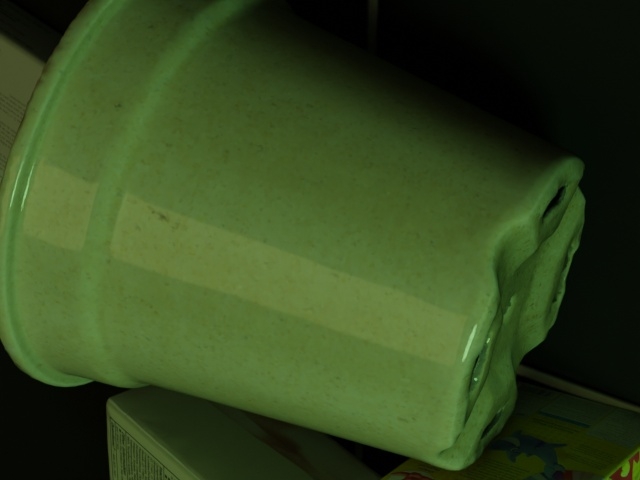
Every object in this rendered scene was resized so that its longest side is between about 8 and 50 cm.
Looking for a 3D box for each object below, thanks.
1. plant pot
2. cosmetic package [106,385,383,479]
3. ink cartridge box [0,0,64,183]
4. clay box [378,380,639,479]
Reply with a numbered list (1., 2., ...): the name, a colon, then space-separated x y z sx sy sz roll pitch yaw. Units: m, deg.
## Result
1. plant pot: 0.000 0.000 1.013 0.306 0.334 0.333 22 122 19
2. cosmetic package: -0.043 0.233 1.205 0.296 0.129 0.153 34 131 44
3. ink cartridge box: -0.254 -0.068 1.349 0.275 0.060 0.238 34 128 24
4. clay box: 0.131 0.172 1.014 0.127 0.222 0.053 13 117 37
